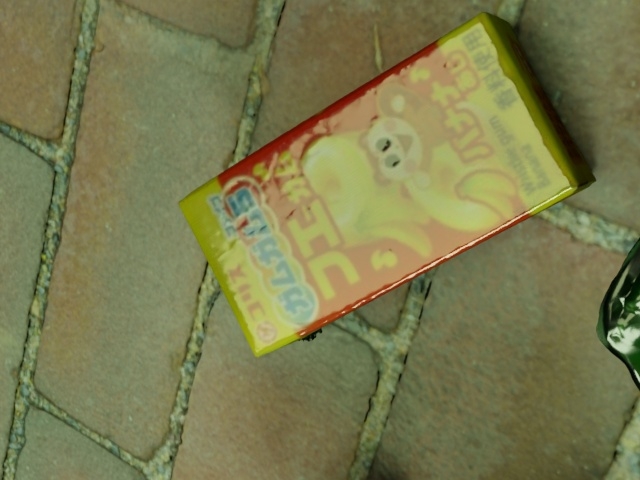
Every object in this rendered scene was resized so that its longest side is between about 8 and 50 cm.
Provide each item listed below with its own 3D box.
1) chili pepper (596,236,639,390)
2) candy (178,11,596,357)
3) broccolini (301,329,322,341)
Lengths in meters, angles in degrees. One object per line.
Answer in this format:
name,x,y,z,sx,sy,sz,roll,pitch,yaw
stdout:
chili pepper,0.305,0.018,0.598,0.213,0.168,0.384,38,132,37
candy,0.044,-0.037,0.759,0.276,0.088,0.146,-28,86,23
broccolini,0.002,-0.004,0.860,0.074,0.058,0.201,29,100,8
